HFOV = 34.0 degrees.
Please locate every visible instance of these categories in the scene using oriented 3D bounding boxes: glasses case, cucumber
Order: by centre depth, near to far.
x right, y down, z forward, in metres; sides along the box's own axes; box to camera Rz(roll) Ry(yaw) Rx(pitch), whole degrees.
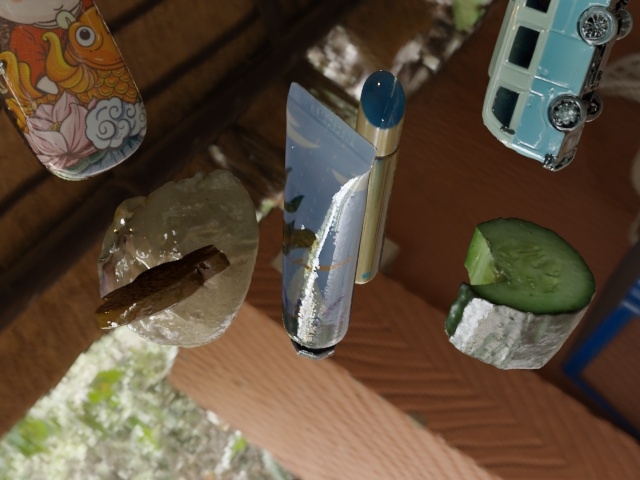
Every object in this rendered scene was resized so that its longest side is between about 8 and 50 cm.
[{"bbox_3d":[-0.284,-0.212,1.023,0.122,0.321,0.082,-32,10,-25],"label":"glasses case"},{"bbox_3d":[0.269,0.068,1.406,0.191,0.191,0.130,-49,-12,-40],"label":"cucumber"}]

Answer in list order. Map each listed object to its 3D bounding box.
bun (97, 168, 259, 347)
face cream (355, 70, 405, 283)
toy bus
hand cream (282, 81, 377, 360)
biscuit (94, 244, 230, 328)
[{"bbox_3d":[-0.234,0.030,1.603,0.281,0.204,0.282,-26,61,58],"label":"bun"},{"bbox_3d":[0.074,-0.090,1.514,0.139,0.067,0.285,-85,2,-60],"label":"face cream"},{"bbox_3d":[0.332,-0.253,1.511,0.133,0.164,0.272,-25,-45,-60],"label":"toy bus"},{"bbox_3d":[0.000,0.000,0.829,0.058,0.091,0.271,-30,-32,-26],"label":"hand cream"},{"bbox_3d":[-0.203,0.062,1.329,0.179,0.039,0.236,-20,8,13],"label":"biscuit"}]
